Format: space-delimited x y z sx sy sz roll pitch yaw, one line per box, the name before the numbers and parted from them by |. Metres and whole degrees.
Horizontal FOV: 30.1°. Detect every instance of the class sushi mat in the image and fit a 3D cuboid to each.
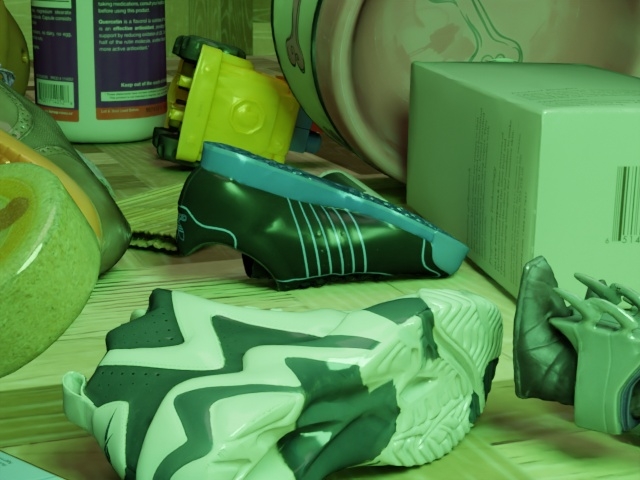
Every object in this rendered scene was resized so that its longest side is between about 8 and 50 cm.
sushi mat | -0.112 -0.035 1.163 0.151 0.019 0.316 6 14 26

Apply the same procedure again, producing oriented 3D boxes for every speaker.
speaker | 0.028 -0.024 1.055 0.055 0.055 0.136 -2 14 -12

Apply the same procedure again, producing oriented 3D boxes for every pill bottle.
pill bottle | -0.301 -0.301 1.618 0.181 0.323 0.181 1 13 0

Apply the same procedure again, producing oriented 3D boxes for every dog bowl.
dog bowl | 0.161 -0.222 1.228 0.408 0.408 0.150 -3 32 -13

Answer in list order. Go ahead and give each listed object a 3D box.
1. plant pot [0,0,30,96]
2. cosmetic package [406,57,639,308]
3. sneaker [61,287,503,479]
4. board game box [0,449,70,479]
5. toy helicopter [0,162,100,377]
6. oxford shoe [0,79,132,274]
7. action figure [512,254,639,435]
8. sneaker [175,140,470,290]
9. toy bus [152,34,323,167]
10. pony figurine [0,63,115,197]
plant pot | -0.498 -0.232 1.492 0.291 0.291 0.203 4 -4 12
cosmetic package | 0.209 -0.065 1.015 0.197 0.155 0.365 -1 13 -9
sneaker | -0.024 0.062 0.600 0.153 0.094 0.235 22 34 37
board game box | -0.161 0.126 0.470 0.281 0.027 0.145 12 17 38
toy helicopter | -0.243 0.032 0.463 0.355 0.140 0.235 -5 43 29
oxford shoe | -0.301 -0.091 0.936 0.364 0.130 0.133 44 15 7
action figure | 0.231 0.081 0.538 0.285 0.099 0.185 15 14 37
sneaker | 0.000 0.000 0.923 0.232 0.090 0.081 19 7 -16
toy bus | -0.088 -0.158 1.459 0.211 0.149 0.220 11 8 -15
pony figurine | -0.382 -0.159 1.098 0.351 0.363 0.303 8 -5 -34
